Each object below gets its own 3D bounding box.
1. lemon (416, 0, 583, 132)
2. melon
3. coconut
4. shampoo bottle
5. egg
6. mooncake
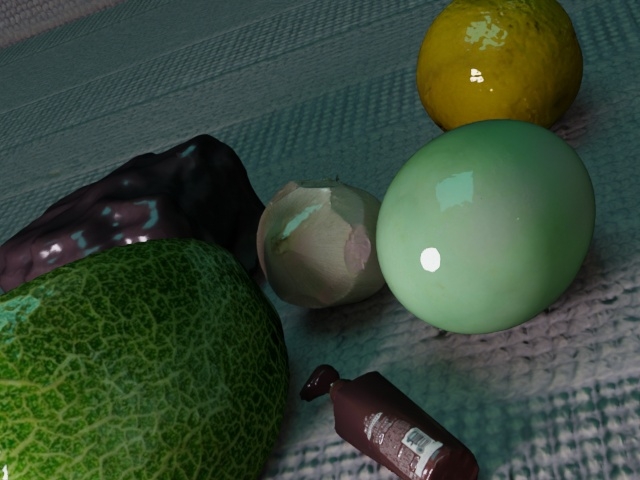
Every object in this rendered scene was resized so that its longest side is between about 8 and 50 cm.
[{"bbox_3d":[0.257,-0.249,1.303,0.228,0.228,0.253,0,34,36],"label":"lemon"},{"bbox_3d":[-0.183,0.144,0.964,0.343,0.331,0.226,-43,4,-21],"label":"melon"},{"bbox_3d":[0.000,0.000,1.132,0.170,0.183,0.171,-5,80,32],"label":"coconut"},{"bbox_3d":[0.061,0.186,0.927,0.068,0.067,0.236,-26,28,-21],"label":"shampoo bottle"},{"bbox_3d":[0.182,-0.020,1.000,0.220,0.220,0.269,11,45,46],"label":"egg"},{"bbox_3d":[-0.256,0.011,1.266,0.350,0.212,0.381,-24,18,12],"label":"mooncake"}]
